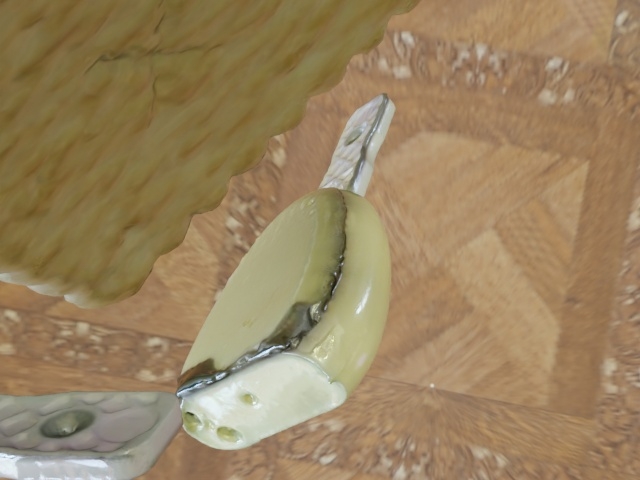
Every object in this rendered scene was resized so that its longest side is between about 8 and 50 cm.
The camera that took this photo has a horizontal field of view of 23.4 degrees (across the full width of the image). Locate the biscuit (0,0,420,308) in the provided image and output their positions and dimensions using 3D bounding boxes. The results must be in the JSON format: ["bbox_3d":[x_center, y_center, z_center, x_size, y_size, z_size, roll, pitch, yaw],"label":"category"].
[{"bbox_3d":[-0.004,-0.113,0.452,0.325,0.217,0.044,-45,72,3],"label":"biscuit"}]

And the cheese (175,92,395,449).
[{"bbox_3d":[0.000,0.000,0.848,0.127,0.251,0.054,-28,117,38],"label":"cheese"}]

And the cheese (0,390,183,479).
[{"bbox_3d":[-0.124,0.046,0.369,0.192,0.097,0.037,-3,112,20],"label":"cheese"}]
